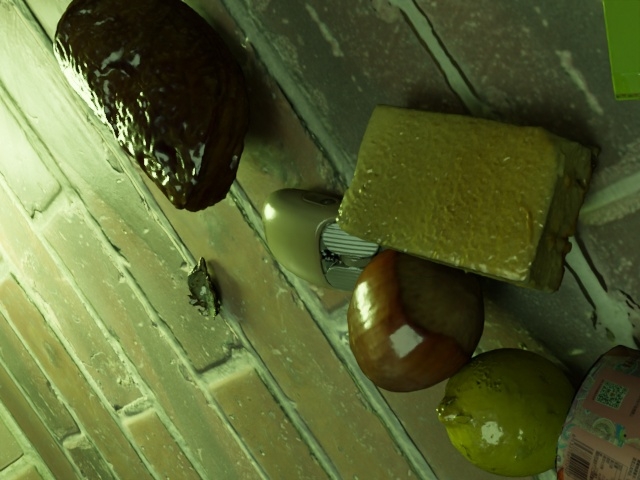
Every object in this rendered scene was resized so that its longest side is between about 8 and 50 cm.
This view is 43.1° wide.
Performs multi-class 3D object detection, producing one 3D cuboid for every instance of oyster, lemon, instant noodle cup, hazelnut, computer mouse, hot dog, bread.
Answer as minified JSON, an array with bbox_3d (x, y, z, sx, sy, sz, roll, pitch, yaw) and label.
[{"bbox_3d":[-0.220,0.096,1.562,0.086,0.029,0.132,36,134,11],"label":"oyster"},{"bbox_3d":[0.249,0.227,1.076,0.173,0.206,0.173,-178,90,-64],"label":"lemon"},{"bbox_3d":[0.413,0.249,0.909,0.231,0.243,0.243,21,130,42],"label":"instant noodle cup"},{"bbox_3d":[0.121,0.101,1.094,0.176,0.214,0.214,40,144,-20],"label":"hazelnut"},{"bbox_3d":[0.000,0.000,1.242,0.236,0.082,0.145,21,129,34],"label":"computer mouse"},{"bbox_3d":[-0.252,-0.227,1.265,0.387,0.174,0.267,49,137,12],"label":"hot dog"},{"bbox_3d":[0.168,-0.057,0.970,0.274,0.114,0.185,16,89,36],"label":"bread"}]

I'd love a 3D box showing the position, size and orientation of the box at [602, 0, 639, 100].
[{"bbox_3d":[0.342,-0.295,0.733,0.187,0.047,0.335,5,119,42],"label":"box"}]
